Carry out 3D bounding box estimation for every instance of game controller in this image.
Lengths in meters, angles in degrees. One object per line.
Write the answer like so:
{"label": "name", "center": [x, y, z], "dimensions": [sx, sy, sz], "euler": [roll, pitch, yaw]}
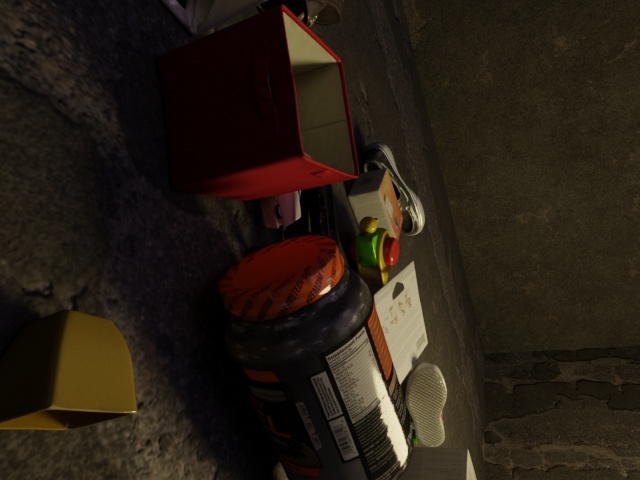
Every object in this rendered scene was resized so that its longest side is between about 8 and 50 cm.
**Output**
{"label": "game controller", "center": [0.000, 0.000, 0.827], "dimensions": [0.166, 0.067, 0.319], "euler": [65, 18, -73]}

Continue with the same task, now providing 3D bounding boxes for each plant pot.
{"label": "plant pot", "center": [-0.208, 0.105, 0.369], "dimensions": [0.081, 0.081, 0.083], "euler": [40, 36, -55]}

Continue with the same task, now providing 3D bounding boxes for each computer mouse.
{"label": "computer mouse", "center": [-0.069, -0.055, 0.731], "dimensions": [0.042, 0.106, 0.193], "euler": [55, 25, -55]}

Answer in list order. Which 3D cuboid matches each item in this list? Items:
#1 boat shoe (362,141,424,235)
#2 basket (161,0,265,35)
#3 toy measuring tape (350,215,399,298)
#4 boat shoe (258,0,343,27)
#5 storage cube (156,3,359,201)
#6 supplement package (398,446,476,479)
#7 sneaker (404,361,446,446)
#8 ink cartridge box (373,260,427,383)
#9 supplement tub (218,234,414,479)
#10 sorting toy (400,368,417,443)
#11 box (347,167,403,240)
{"label": "boat shoe", "center": [0.206, -0.129, 1.352], "dimensions": [0.335, 0.121, 0.119], "euler": [54, 41, -25]}
{"label": "basket", "center": [-0.137, -0.380, 0.604], "dimensions": [0.113, 0.167, 0.103], "euler": [44, 38, -53]}
{"label": "toy measuring tape", "center": [0.147, 0.075, 1.135], "dimensions": [0.121, 0.121, 0.330], "euler": [-65, 147, -52]}
{"label": "boat shoe", "center": [-0.067, -0.474, 0.868], "dimensions": [0.355, 0.132, 0.130], "euler": [-7, 98, -57]}
{"label": "storage cube", "center": [-0.077, -0.163, 0.617], "dimensions": [0.215, 0.193, 0.183], "euler": [-1, 82, -67]}
{"label": "supplement package", "center": [0.249, 0.645, 1.019], "dimensions": [0.262, 0.199, 0.198], "euler": [-60, 135, -55]}
{"label": "sneaker", "center": [0.280, 0.398, 1.210], "dimensions": [0.161, 0.102, 0.282], "euler": [-72, 158, -57]}
{"label": "ink cartridge box", "center": [0.178, 0.201, 1.092], "dimensions": [0.275, 0.060, 0.239], "euler": [-26, 106, -57]}
{"label": "supplement tub", "center": [-0.004, 0.177, 0.632], "dimensions": [0.338, 0.207, 0.207], "euler": [71, 26, -20]}
{"label": "sorting toy", "center": [0.222, 0.406, 1.244], "dimensions": [0.196, 0.047, 0.347], "euler": [42, 45, -61]}
{"label": "box", "center": [0.153, -0.088, 1.221], "dimensions": [0.170, 0.091, 0.130], "euler": [66, 28, -28]}
